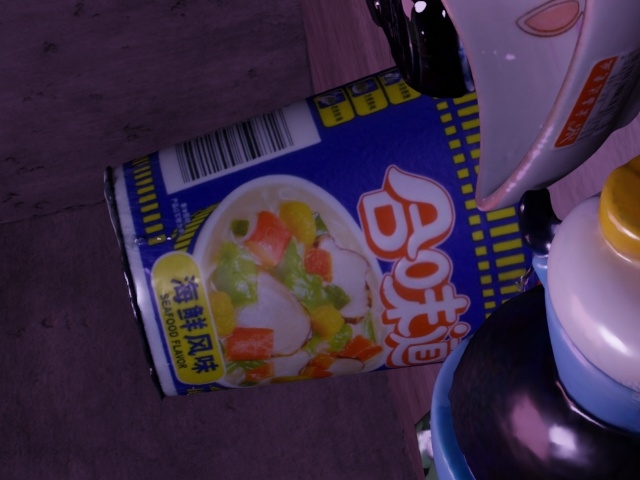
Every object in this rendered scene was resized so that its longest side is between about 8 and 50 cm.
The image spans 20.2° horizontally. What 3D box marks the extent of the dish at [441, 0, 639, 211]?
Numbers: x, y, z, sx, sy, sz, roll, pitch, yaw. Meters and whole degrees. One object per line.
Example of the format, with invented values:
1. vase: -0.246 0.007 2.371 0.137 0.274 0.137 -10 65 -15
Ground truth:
1. dish: 0.112 -0.124 0.776 0.212 0.077 0.151 104 161 -58

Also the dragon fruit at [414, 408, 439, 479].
1. dragon fruit: 0.153 0.221 1.365 0.268 0.130 0.295 -97 -4 -65

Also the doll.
1. doll: 0.141 0.082 0.852 0.177 0.141 0.314 44 151 20

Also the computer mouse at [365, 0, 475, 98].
1. computer mouse: 0.077 -0.199 1.266 0.137 0.096 0.233 73 177 -46

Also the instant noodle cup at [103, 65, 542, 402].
1. instant noodle cup: 0.000 0.000 1.433 0.284 0.312 0.284 167 90 -87
